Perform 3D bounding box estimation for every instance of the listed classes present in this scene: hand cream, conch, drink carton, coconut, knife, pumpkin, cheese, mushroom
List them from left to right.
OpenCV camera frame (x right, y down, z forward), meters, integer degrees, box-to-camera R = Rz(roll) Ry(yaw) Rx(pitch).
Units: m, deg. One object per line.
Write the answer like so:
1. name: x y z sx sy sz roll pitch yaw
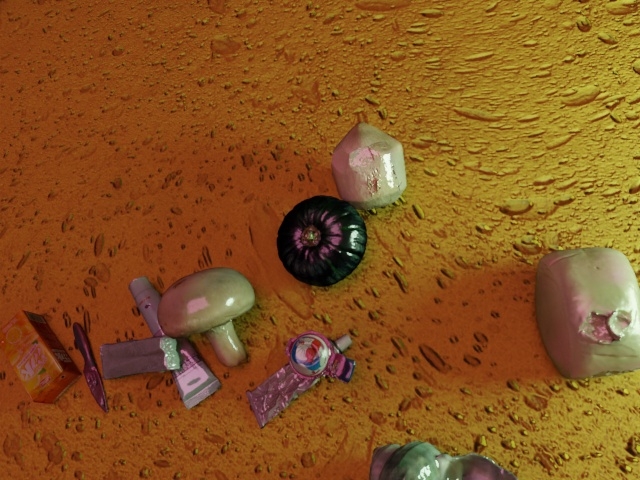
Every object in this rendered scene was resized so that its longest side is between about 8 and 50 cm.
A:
1. drink carton: -0.680 0.277 1.167 0.223 0.071 0.096 40 83 25
2. knife: -0.548 0.297 1.149 0.035 0.018 0.247 -32 64 -2
3. hand cream: -0.341 0.221 1.105 0.085 0.058 0.331 -33 68 -14
4. mushroom: -0.228 0.166 1.029 0.207 0.207 0.215 -22 97 7
5. hand cream: -0.041 0.276 0.995 0.257 0.050 0.084 -36 66 3
6. cheese: -0.003 0.232 0.949 0.145 0.038 0.095 17 82 20
7. pumpkin: 0.000 0.000 1.036 0.202 0.140 0.202 -6 77 27
8. coconut: 0.103 -0.163 1.051 0.171 0.171 0.183 -9 110 13
9. conch: 0.185 0.429 0.802 0.277 0.195 0.220 18 61 46

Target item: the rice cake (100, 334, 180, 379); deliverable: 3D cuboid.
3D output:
1. rice cake: -0.404 0.258 1.076 0.226 0.040 0.085 -14 78 28

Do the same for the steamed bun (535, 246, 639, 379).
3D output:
1. steamed bun: 0.474 0.117 0.848 0.170 0.152 0.239 -7 69 13
